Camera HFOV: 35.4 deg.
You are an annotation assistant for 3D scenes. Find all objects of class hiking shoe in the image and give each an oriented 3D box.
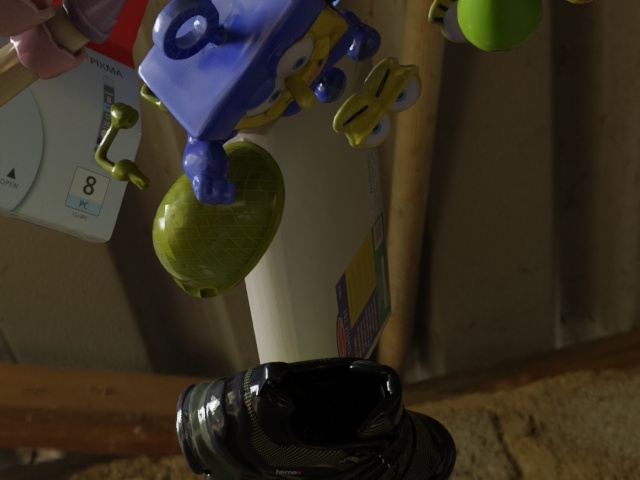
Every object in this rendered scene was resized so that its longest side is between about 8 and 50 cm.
[{"bbox_3d":[0.025,0.127,0.646,0.227,0.086,0.114,17,-33,-39],"label":"hiking shoe"}]

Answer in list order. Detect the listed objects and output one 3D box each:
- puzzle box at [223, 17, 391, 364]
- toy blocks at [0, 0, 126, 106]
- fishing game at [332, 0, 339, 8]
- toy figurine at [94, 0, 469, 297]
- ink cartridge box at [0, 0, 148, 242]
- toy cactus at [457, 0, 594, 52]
[{"bbox_3d":[0.000,0.000,1.090,0.052,0.272,0.409,7,-54,21],"label":"puzzle box"},{"bbox_3d":[-0.310,-0.280,0.802,0.260,0.289,0.309,-31,-7,17],"label":"toy blocks"},{"bbox_3d":[-0.012,-0.269,1.326,0.041,0.264,0.189,10,-41,-13],"label":"fishing game"},{"bbox_3d":[-0.067,-0.119,0.633,0.362,0.191,0.217,-48,-13,21],"label":"toy figurine"},{"bbox_3d":[-0.335,-0.220,1.171,0.308,0.091,0.385,21,-96,-44],"label":"ink cartridge box"},{"bbox_3d":[0.059,-0.152,0.284,0.112,0.180,0.219,11,-66,7],"label":"toy cactus"}]
